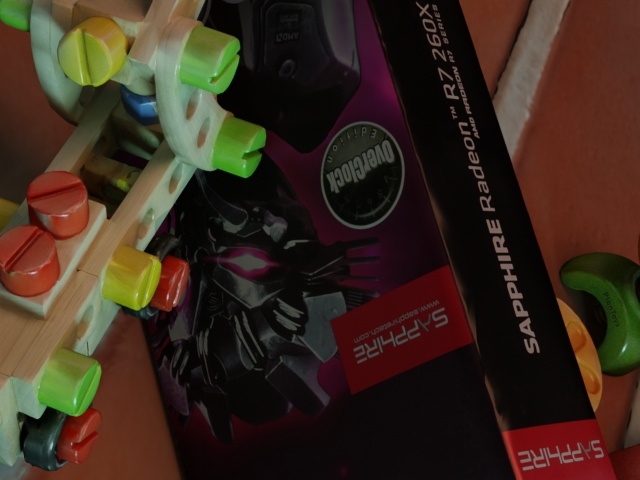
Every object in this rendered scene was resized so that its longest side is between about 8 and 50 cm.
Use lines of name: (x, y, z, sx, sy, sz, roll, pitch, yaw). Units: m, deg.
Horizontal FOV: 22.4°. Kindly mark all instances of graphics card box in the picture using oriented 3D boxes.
graphics card box: (0.000, 0.000, 0.904, 0.094, 0.233, 0.370, 1, 68, -46)

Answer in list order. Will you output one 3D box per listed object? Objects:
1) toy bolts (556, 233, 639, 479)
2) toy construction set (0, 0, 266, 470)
toy bolts: (0.264, 0.098, 1.186, 0.218, 0.158, 0.228, -15, 80, -50)
toy construction set: (-0.138, -0.016, 0.778, 0.151, 0.215, 0.327, 33, 58, 20)
